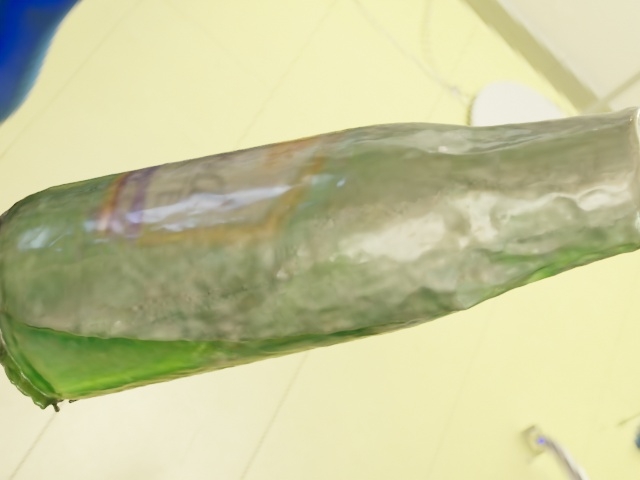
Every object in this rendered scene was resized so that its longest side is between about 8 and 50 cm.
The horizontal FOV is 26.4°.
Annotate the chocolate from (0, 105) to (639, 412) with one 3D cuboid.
[{"bbox_3d":[0.000,0.000,0.588,0.110,0.291,0.110,-12,90,-67],"label":"chocolate"}]
